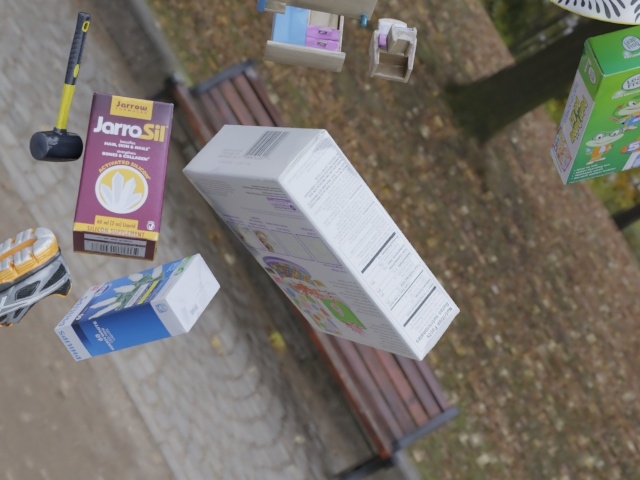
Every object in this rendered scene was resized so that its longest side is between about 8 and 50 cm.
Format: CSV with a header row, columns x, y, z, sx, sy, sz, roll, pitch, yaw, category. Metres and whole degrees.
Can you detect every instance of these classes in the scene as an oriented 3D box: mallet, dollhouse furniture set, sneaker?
x,y,z,sx,sy,sz,roll,pitch,yaw,category
-0.313,-0.183,1.434,0.039,0.190,0.062,27,26,34,mallet
0.046,-0.443,1.960,0.303,0.286,0.198,111,-14,-65,dollhouse furniture set
-0.384,0.070,1.357,0.083,0.214,0.084,61,5,-36,sneaker

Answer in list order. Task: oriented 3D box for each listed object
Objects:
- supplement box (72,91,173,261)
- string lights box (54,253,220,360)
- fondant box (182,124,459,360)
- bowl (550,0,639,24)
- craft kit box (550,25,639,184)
x,y,z,sx,sy,sz,roll,pitch,yaw,category
-0.244,-0.078,1.464,0.081,0.104,0.188,119,-24,-66,supplement box
-0.313,0.117,2.011,0.077,0.259,0.133,60,34,-21,string lights box
0.000,0.000,1.542,0.238,0.096,0.330,11,-36,54,fondant box
0.297,-0.282,1.149,0.170,0.170,0.080,-112,-159,-52,bowl
0.400,-0.167,1.322,0.247,0.249,0.061,84,-10,-63,craft kit box
